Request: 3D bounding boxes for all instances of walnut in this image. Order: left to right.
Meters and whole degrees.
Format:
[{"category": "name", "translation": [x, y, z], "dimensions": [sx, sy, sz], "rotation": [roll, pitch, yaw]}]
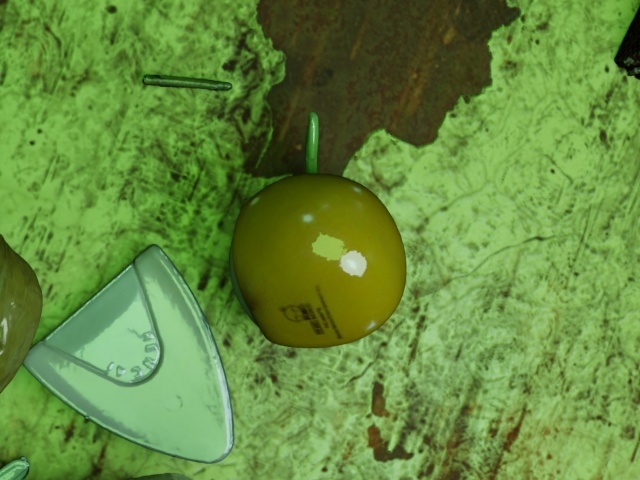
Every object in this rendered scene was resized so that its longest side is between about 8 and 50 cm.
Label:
[{"category": "walnut", "translation": [-0.408, 0.088, 1.460], "dimensions": [0.193, 0.193, 0.226], "rotation": [26, 81, -11]}]

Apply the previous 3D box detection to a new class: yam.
[{"category": "yam", "translation": [-0.157, -0.185, 1.597], "dimensions": [0.107, 0.014, 0.014], "rotation": [3, 89, -13]}]

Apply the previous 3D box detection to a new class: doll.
[{"category": "doll", "translation": [0.000, 0.000, 1.555], "dimensions": [0.213, 0.213, 0.236], "rotation": [16, 48, -12]}]

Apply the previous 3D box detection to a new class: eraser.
[{"category": "eraser", "translation": [-0.192, 0.159, 1.566], "dimensions": [0.204, 0.059, 0.243], "rotation": [-40, 95, -10]}]

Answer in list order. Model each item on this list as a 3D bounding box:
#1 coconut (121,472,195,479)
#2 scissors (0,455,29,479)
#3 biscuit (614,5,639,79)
[{"category": "coconut", "translation": [-0.188, 0.418, 1.428], "dimensions": [0.346, 0.346, 0.360], "rotation": [-43, 98, -9]}, {"category": "scissors", "translation": [-0.409, 0.320, 1.534], "dimensions": [0.204, 0.027, 0.101], "rotation": [-40, 99, -8]}, {"category": "biscuit", "translation": [0.463, -0.316, 1.688], "dimensions": [0.070, 0.106, 0.252], "rotation": [28, 84, -12]}]
